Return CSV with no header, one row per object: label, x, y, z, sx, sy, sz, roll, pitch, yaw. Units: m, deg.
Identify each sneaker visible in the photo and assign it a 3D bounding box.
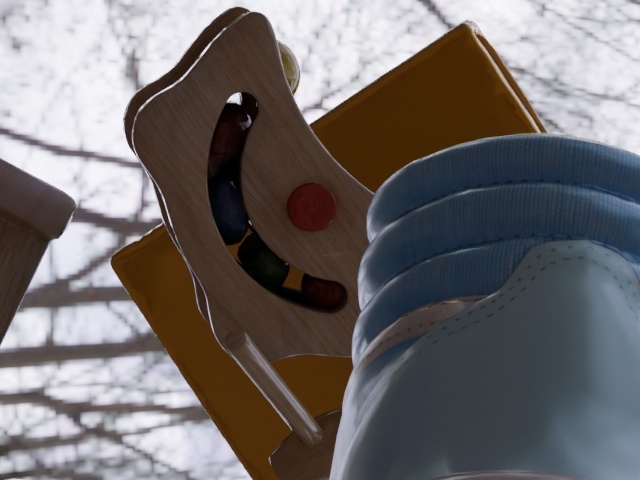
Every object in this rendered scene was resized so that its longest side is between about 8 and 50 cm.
sneaker,0.058,0.103,0.517,0.319,0.127,0.208,98,3,-50

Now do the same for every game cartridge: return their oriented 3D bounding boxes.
game cartridge,0.052,0.044,1.323,0.324,0.053,0.285,-32,-87,17

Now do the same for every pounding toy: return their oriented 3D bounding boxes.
pounding toy,0.000,0.000,1.033,0.155,0.154,0.269,-140,-154,-76

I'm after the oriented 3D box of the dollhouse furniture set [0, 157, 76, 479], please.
dollhouse furniture set,-0.227,0.013,0.385,0.286,0.303,0.198,-6,-121,63
